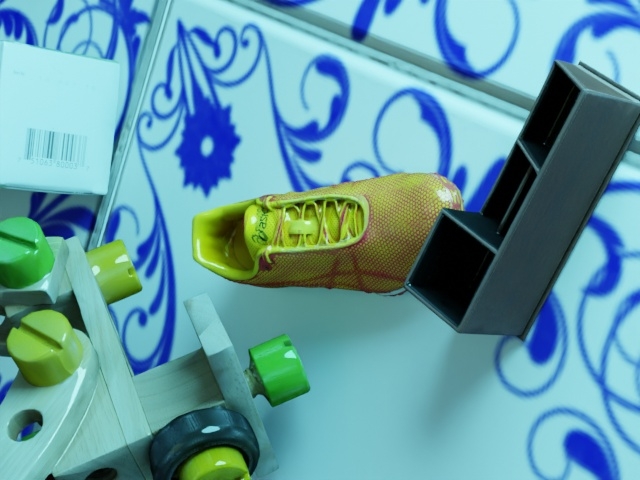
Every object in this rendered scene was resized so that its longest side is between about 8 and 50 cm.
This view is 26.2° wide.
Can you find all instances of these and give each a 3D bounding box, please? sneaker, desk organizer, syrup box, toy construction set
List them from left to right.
[{"bbox_3d":[-0.250,-0.088,0.964,0.237,0.093,0.096,7,91,45],"label":"syrup box"},{"bbox_3d":[-0.146,0.039,0.751,0.257,0.237,0.308,-109,-2,-67],"label":"toy construction set"},{"bbox_3d":[0.000,0.000,0.723,0.175,0.067,0.064,-13,75,42],"label":"sneaker"},{"bbox_3d":[0.094,-0.020,0.641,0.047,0.050,0.130,41,114,40],"label":"desk organizer"}]
